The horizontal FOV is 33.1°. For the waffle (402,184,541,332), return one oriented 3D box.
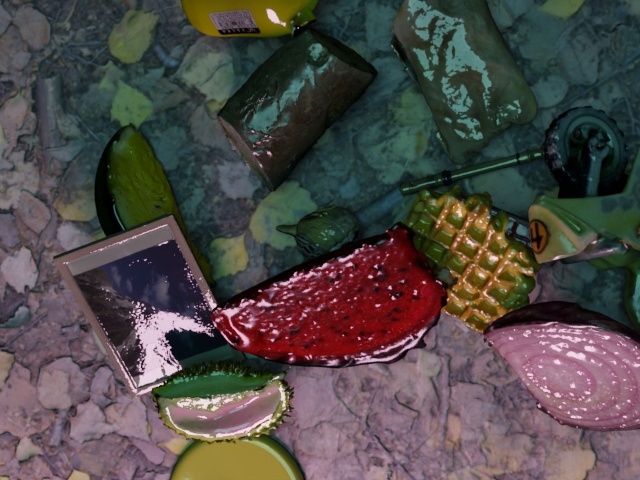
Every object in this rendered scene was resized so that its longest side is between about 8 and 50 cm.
[{"bbox_3d":[0.219,0.020,1.580,0.229,0.057,0.219,31,137,6],"label":"waffle"}]

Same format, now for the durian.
[{"bbox_3d":[-0.144,0.244,1.691,0.221,0.095,0.137,-5,126,7],"label":"durian"}]

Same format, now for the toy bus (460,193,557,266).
[{"bbox_3d":[0.272,-0.017,1.623,0.192,0.077,0.065,22,98,9],"label":"toy bus"}]

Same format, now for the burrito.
[{"bbox_3d":[0.198,-0.296,1.620,0.175,0.107,0.347,-22,90,-4],"label":"burrito"}]

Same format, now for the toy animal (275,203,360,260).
[{"bbox_3d":[0.000,0.000,1.665,0.137,0.098,0.098,-12,89,30],"label":"toy animal"}]

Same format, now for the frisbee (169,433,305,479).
[{"bbox_3d":[-0.135,0.419,1.728,0.236,0.017,0.236,0,91,10],"label":"frisbee"}]

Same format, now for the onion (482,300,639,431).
[{"bbox_3d":[0.397,0.161,1.549,0.247,0.111,0.250,-15,123,45],"label":"onion"}]

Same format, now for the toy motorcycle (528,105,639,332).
[{"bbox_3d":[0.457,0.001,1.528,0.410,0.169,0.237,37,76,-8],"label":"toy motorcycle"}]

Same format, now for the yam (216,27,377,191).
[{"bbox_3d":[-0.046,-0.208,1.638,0.154,0.154,0.254,46,100,6],"label":"yam"}]

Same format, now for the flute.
[{"bbox_3d":[0.234,-0.107,1.653,0.233,0.027,0.027,-15,89,10],"label":"flute"}]

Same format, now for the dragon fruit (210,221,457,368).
[{"bbox_3d":[0.032,0.094,1.618,0.344,0.100,0.282,-24,131,18],"label":"dragon fruit"}]

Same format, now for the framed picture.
[{"bbox_3d":[-0.263,0.106,1.683,0.209,0.019,0.281,-21,115,10],"label":"framed picture"}]

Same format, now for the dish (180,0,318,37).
[{"bbox_3d":[-0.116,-0.421,1.616,0.262,0.108,0.221,17,82,28],"label":"dish"}]

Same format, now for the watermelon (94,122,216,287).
[{"bbox_3d":[-0.283,-0.040,1.719,0.129,0.123,0.301,-24,86,-23],"label":"watermelon"}]
